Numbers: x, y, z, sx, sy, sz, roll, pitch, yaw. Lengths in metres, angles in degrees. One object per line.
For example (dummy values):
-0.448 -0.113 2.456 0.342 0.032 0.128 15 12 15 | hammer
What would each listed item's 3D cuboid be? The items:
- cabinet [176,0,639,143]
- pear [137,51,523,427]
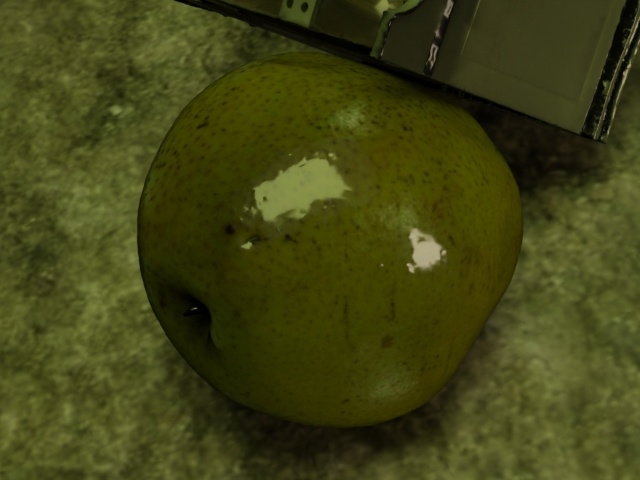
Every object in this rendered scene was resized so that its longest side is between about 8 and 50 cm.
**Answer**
0.075 -0.247 1.262 0.290 0.318 0.228 24 98 39 | cabinet
0.000 0.000 1.184 0.294 0.294 0.294 -6 52 8 | pear
